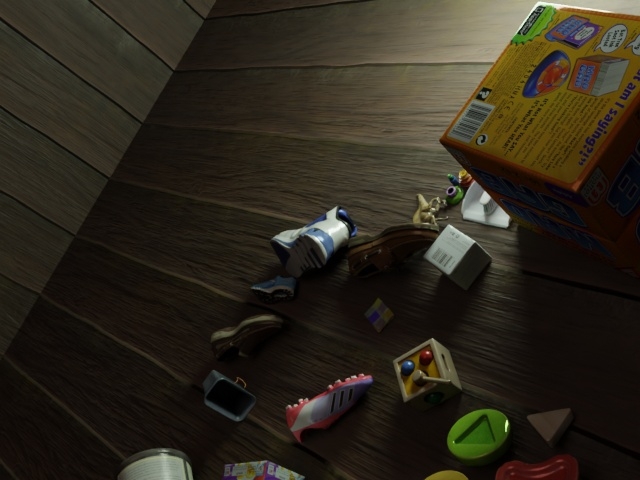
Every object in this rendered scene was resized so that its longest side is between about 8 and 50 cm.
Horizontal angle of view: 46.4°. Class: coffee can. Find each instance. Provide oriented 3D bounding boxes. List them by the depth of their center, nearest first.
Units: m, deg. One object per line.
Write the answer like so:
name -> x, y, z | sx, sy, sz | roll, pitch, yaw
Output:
coffee can -> -0.402, 0.692, 1.862 | 0.201, 0.201, 0.275 | -40, 41, 15

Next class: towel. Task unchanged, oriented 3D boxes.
towel -> 0.146, 0.185, 1.855 | 0.060, 0.009, 0.083 | -48, 39, 7

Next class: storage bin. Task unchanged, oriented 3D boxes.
storage bin -> -0.249, 0.401, 1.993 | 0.098, 0.135, 0.091 | -53, 29, 0

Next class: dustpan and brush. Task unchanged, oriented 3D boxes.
dustpan and brush -> 0.423, -0.144, 1.787 | 0.147, 0.060, 0.211 | 16, 74, 49

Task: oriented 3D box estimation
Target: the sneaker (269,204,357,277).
sneaker -> 0.000, 0.000, 2.058 | 0.182, 0.127, 0.315 | -32, 9, -25

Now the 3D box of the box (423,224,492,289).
box -> 0.318, 0.039, 1.732 | 0.102, 0.087, 0.101 | -51, 40, 1

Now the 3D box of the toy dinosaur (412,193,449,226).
toy dinosaur -> 0.272, -0.076, 1.893 | 0.092, 0.053, 0.183 | -29, 45, 29

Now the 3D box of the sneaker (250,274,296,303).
sneaker -> -0.129, 0.136, 2.137 | 0.162, 0.063, 0.073 | -5, 41, 37

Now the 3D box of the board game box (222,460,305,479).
board game box -> -0.145, 0.657, 1.682 | 0.142, 0.144, 0.275 | -17, 51, 35

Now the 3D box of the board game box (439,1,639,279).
board game box -> 0.538, -0.200, 1.481 | 0.356, 0.356, 0.356 | -54, 39, -2

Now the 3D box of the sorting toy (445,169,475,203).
sorting toy -> 0.344, -0.144, 1.880 | 0.102, 0.042, 0.061 | -48, 39, 6

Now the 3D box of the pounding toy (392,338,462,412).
pounding toy -> 0.234, 0.295, 1.613 | 0.130, 0.100, 0.141 | -35, 42, 22

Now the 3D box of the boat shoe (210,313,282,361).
boat shoe -> -0.201, 0.279, 2.075 | 0.257, 0.095, 0.095 | -25, 60, 38

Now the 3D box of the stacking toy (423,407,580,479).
stacking toy -> 0.356, 0.461, 1.407 | 0.309, 0.130, 0.279 | -12, 27, 35

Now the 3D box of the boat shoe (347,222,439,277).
boat shoe -> 0.182, 0.031, 1.855 | 0.307, 0.110, 0.104 | -20, 63, 55

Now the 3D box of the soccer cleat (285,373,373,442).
soccer cleat -> 0.028, 0.395, 1.775 | 0.248, 0.083, 0.095 | -29, 74, 20
